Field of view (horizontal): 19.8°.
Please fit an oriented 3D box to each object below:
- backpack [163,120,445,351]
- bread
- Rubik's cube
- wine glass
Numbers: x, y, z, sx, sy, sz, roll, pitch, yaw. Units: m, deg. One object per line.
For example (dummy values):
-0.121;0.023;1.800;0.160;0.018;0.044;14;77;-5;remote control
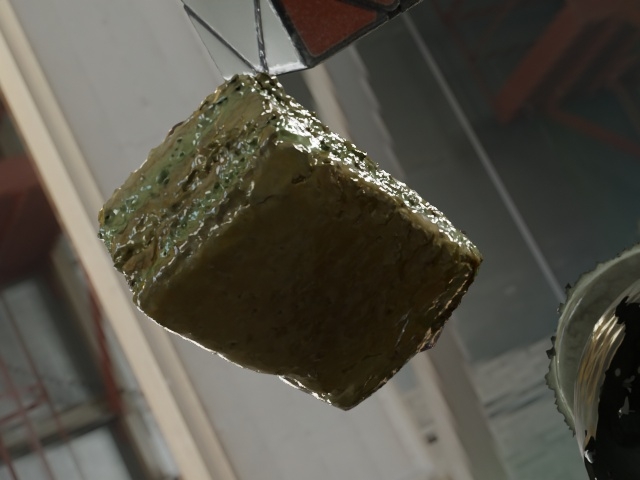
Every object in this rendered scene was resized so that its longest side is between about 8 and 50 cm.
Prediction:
0.000;0.000;1.880;0.317;0.283;0.197;23;-81;-28;backpack
-0.009;0.009;1.004;0.138;0.102;0.196;-43;-51;13;bread
-0.020;-0.282;1.688;0.205;0.207;0.205;-36;13;-20;Rubik's cube
0.241;0.091;1.140;0.190;0.190;0.357;-29;3;5;wine glass
